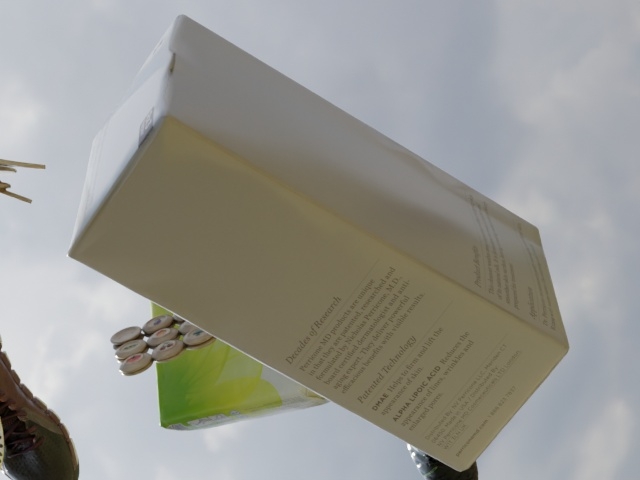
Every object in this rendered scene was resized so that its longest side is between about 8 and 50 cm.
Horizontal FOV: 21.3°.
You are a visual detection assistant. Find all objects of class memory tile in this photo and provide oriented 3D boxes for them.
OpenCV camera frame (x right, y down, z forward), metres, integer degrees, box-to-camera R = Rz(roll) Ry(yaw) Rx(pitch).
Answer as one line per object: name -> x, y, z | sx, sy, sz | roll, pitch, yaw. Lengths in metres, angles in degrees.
memory tile -> -0.153, 0.097, 1.830 | 0.113, 0.148, 0.012 | -124, 13, -68

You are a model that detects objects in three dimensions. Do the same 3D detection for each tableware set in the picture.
tableware set -> -0.351, -0.054, 1.536 | 0.194, 0.128, 0.039 | 5, -95, -61

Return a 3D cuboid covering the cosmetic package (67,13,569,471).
cosmetic package -> 0.000, 0.000, 1.401 | 0.156, 0.385, 0.217 | -55, 15, 23

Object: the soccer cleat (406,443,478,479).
soccer cleat -> 0.101, 0.177, 1.656 | 0.179, 0.060, 0.072 | 66, -169, -2

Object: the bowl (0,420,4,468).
bowl -> -0.364, 0.183, 1.469 | 0.080, 0.170, 0.170 | -108, 33, -85

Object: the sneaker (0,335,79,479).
sneaker -> -0.413, 0.219, 2.100 | 0.106, 0.281, 0.162 | -34, 3, 11

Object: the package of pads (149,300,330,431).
package of pads -> -0.095, 0.071, 2.080 | 0.101, 0.229, 0.296 | 15, -116, -57
